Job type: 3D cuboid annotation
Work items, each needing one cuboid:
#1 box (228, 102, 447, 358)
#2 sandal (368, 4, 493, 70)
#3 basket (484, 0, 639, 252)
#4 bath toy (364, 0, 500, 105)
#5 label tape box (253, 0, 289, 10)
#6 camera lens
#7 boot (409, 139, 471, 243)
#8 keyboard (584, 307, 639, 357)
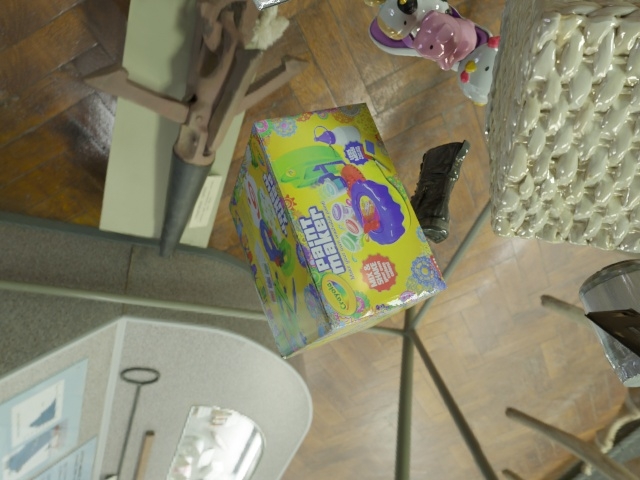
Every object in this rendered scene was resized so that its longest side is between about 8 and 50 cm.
[{"bbox_3d":[0.000,0.000,0.784,0.177,0.289,0.279,-16,166,-21],"label":"box"},{"bbox_3d":[0.283,-0.572,1.363,0.169,0.416,0.102,-53,141,-1],"label":"sandal"},{"bbox_3d":[0.376,-0.173,0.610,0.329,0.266,0.331,8,142,13],"label":"basket"},{"bbox_3d":[0.223,-0.397,0.966,0.151,0.348,0.129,-32,155,-9],"label":"bath toy"},{"bbox_3d":[-0.150,-0.748,1.168,0.106,0.240,0.333,-3,145,29],"label":"label tape box"},{"bbox_3d":[0.792,0.198,1.269,0.220,0.274,0.219,-7,148,-4],"label":"camera lens"},{"bbox_3d":[0.234,-0.100,1.174,0.091,0.228,0.263,24,160,-24],"label":"boot"},{"bbox_3d":[0.476,0.141,0.740,0.108,0.180,0.023,-5,105,1],"label":"keyboard"}]
